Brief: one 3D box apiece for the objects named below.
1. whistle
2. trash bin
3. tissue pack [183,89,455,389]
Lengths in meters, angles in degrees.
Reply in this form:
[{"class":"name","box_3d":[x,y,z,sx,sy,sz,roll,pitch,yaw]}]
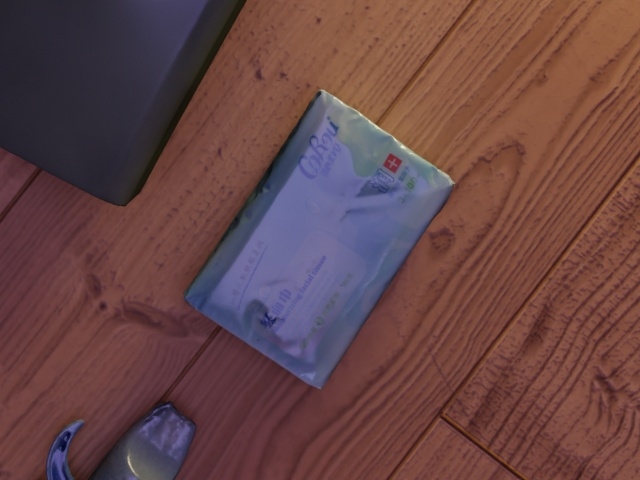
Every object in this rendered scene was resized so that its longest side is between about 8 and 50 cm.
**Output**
[{"class":"whistle","box_3d":[-0.223,0.284,1.393,0.180,0.093,0.269,38,83,-9]},{"class":"trash bin","box_3d":[-0.196,-0.231,1.292,0.223,0.158,0.343,28,97,-4]},{"class":"tissue pack","box_3d":[0.000,0.000,1.394,0.177,0.089,0.263,34,89,-7]}]
